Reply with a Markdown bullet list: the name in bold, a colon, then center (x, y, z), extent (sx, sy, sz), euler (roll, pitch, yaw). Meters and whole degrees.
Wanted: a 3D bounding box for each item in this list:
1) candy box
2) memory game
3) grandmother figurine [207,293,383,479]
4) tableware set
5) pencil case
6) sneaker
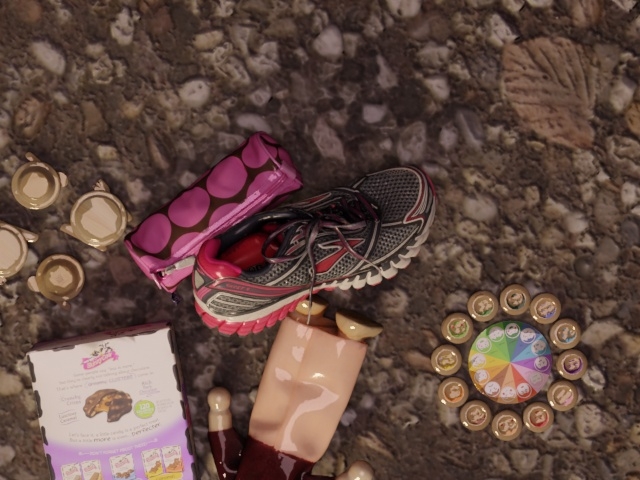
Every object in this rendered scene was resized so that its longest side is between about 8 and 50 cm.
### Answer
- **candy box**: center (-0.232, 0.201, 1.663), extent (0.164, 0.070, 0.196), euler (-9, 96, -2)
- **memory game**: center (0.221, 0.143, 1.710), extent (0.186, 0.012, 0.186), euler (0, 95, -3)
- **grandmother figurine**: center (-0.038, 0.237, 1.668), extent (0.207, 0.104, 0.342), euler (26, 97, 23)
- **tableware set**: center (-0.309, -0.008, 1.667), extent (0.141, 0.020, 0.169), euler (33, 91, -7)
- **pencil case**: center (-0.115, -0.030, 1.636), extent (0.209, 0.098, 0.095), euler (-41, 105, 1)
- **sneaker**: center (0.000, 0.000, 1.599), extent (0.299, 0.112, 0.121), euler (-29, 58, -19)
